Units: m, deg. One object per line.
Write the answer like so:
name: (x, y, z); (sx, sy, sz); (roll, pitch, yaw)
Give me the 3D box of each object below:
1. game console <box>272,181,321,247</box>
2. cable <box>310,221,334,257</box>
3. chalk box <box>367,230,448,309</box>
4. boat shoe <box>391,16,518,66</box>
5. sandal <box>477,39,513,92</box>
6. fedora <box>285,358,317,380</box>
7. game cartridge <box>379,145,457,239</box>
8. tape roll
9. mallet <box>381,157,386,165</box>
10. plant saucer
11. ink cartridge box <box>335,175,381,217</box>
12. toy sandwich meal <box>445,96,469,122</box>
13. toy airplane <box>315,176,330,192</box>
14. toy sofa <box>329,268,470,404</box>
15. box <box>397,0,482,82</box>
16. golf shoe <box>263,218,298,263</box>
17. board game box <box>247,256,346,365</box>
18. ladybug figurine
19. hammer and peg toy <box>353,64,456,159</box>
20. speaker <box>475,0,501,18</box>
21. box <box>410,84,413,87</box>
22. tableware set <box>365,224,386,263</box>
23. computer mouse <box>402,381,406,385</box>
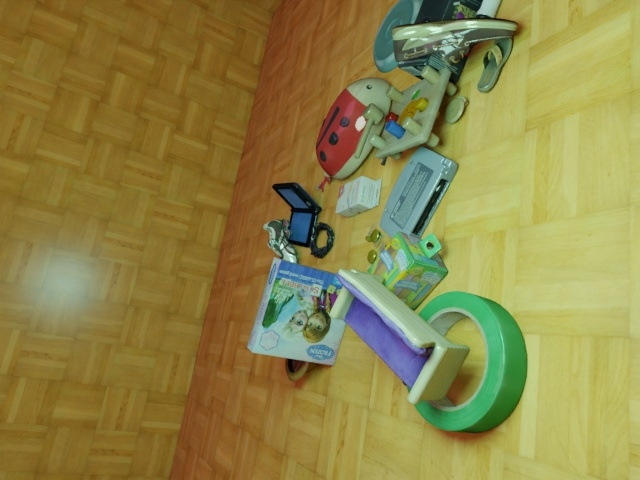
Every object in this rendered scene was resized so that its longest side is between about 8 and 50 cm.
game console: (-0.135, -0.121, 2.150); (0.173, 0.250, 0.293); (-50, 23, -15)
cable: (0.000, 0.000, 1.946); (0.184, 0.047, 0.150); (25, 97, 63)
chalk box: (0.256, 0.071, 1.319); (0.213, 0.132, 0.132); (-57, 31, 29)
boat shoe: (0.372, -0.558, 1.325); (0.123, 0.342, 0.123); (-53, -38, -56)
sandal: (0.483, -0.507, 1.311); (0.072, 0.049, 0.180); (30, 98, 62)
fedora: (-0.059, 0.441, 1.765); (0.194, 0.079, 0.194); (-40, 37, 40)
game cartridge: (0.294, -0.138, 1.459); (0.297, 0.062, 0.198); (-64, 24, 17)
tape roll: (0.331, 0.285, 1.114); (0.321, 0.077, 0.321); (-41, 40, 47)
mallet: (0.249, -0.367, 1.687); (0.062, 0.039, 0.190); (171, 111, -86)
plant saucer: (0.302, -0.830, 1.858); (0.317, 0.043, 0.318); (-38, 43, 48)
ink cartridge box: (0.141, -0.167, 1.749); (0.198, 0.067, 0.115); (-20, 57, 58)
toy sandwich meal: (0.412, -0.392, 1.410); (0.085, 0.029, 0.085); (-39, 44, 52)
toy airplane: (0.023, -0.277, 2.083); (0.151, 0.028, 0.151); (-43, 38, 47)
toy sofa: (0.159, 0.218, 1.138); (0.362, 0.177, 0.150); (41, 112, 49)
box: (0.386, -0.654, 1.479); (0.165, 0.143, 0.270); (34, 105, 62)
golf shoe: (-0.181, 0.036, 2.143); (0.105, 0.120, 0.273); (-42, 61, 58)
board game box: (-0.054, 0.249, 1.604); (0.066, 0.318, 0.318); (17, 91, 63)
ladybug figurine: (0.112, -0.448, 1.864); (0.449, 0.162, 0.305); (-61, 29, 23)
hammer and peg toy: (0.258, -0.382, 1.512); (0.361, 0.127, 0.266); (-8, 58, 62)
speaker: (0.511, -0.723, 1.381); (0.055, 0.055, 0.136); (35, 106, 62)
box: (0.325, -0.500, 1.647); (0.067, 0.018, 0.083); (-55, 31, 32)
tableware set: (0.190, 0.027, 1.597); (0.104, 0.024, 0.154); (-61, 30, 30)
computer mouse: (0.230, 0.294, 1.343); (0.071, 0.041, 0.242); (-43, 40, 44)
